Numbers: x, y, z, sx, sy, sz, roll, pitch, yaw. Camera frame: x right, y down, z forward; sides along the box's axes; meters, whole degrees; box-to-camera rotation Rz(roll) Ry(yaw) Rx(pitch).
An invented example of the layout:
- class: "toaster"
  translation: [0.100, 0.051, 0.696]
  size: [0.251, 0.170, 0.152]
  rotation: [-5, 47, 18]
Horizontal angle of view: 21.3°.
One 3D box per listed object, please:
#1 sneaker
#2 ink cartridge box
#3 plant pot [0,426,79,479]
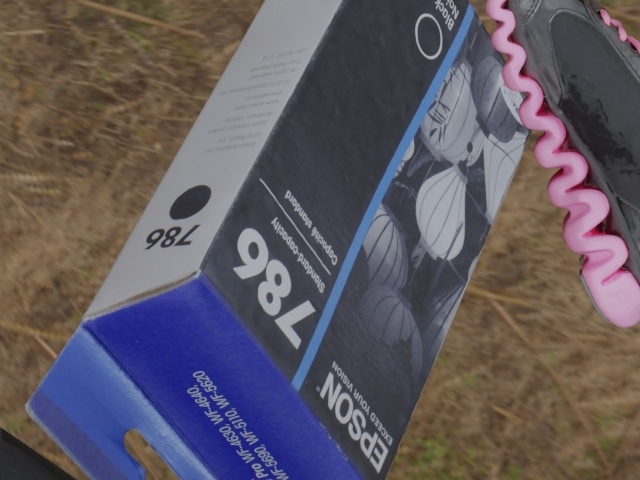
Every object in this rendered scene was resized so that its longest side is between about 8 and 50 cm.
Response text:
- class: "sneaker"
  translation: [0.082, -0.039, 0.465]
  size: [0.057, 0.047, 0.119]
  rotation: [-20, 99, 15]
- class: "ink cartridge box"
  translation: [0.000, 0.000, 0.815]
  size: [0.165, 0.065, 0.332]
  rotation: [53, 48, -34]
- class: "plant pot"
  translation: [-0.262, 0.291, 1.341]
  size: [0.187, 0.167, 0.188]
  rotation: [-34, 120, 32]
